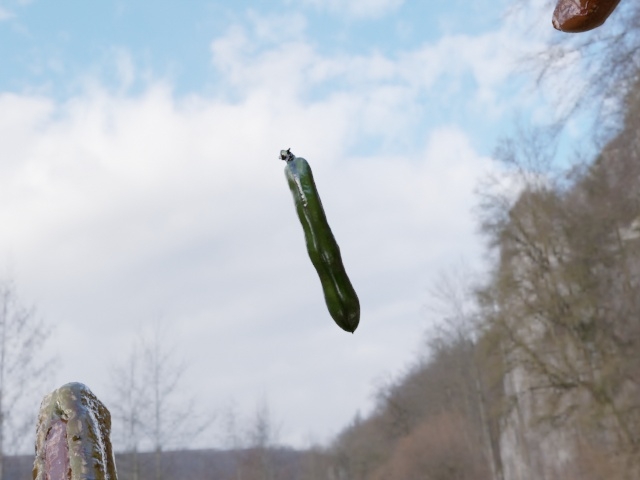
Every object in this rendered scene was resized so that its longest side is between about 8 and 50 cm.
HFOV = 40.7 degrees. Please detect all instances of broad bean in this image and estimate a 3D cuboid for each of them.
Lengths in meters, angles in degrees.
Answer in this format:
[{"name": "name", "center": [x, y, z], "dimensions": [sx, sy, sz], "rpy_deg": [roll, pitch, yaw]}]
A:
[{"name": "broad bean", "center": [0.000, -0.001, 0.974], "dimensions": [0.039, 0.226, 0.069], "rpy_deg": [-19, -4, -3]}]

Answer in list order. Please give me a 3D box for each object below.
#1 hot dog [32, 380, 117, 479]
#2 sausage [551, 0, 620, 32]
[{"name": "hot dog", "center": [-0.170, 0.214, 0.625], "dimensions": [0.061, 0.286, 0.087], "rpy_deg": [-30, -56, 1]}, {"name": "sausage", "center": [0.370, -0.354, 1.144], "dimensions": [0.089, 0.089, 0.179], "rpy_deg": [3, -46, -19]}]
